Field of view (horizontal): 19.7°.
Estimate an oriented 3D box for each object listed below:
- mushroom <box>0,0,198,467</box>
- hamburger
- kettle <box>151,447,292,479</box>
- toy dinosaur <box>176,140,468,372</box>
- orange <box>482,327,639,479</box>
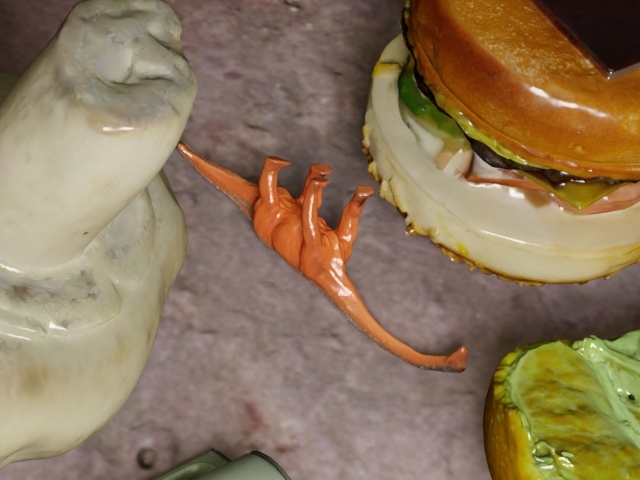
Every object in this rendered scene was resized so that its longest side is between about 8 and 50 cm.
[{"bbox_3d":[-0.208,-0.021,1.192,0.314,0.336,0.314,21,45,-22],"label":"mushroom"},{"bbox_3d":[0.169,-0.113,1.376,0.291,0.225,0.291,8,50,-9],"label":"hamburger"},{"bbox_3d":[-0.089,0.207,1.205,0.148,0.127,0.098,-28,93,-26],"label":"kettle"},{"bbox_3d":[0.004,-0.001,1.370,0.279,0.101,0.055,35,33,28],"label":"toy dinosaur"},{"bbox_3d":[0.219,0.139,1.235,0.237,0.158,0.179,-18,54,-19],"label":"orange"}]
